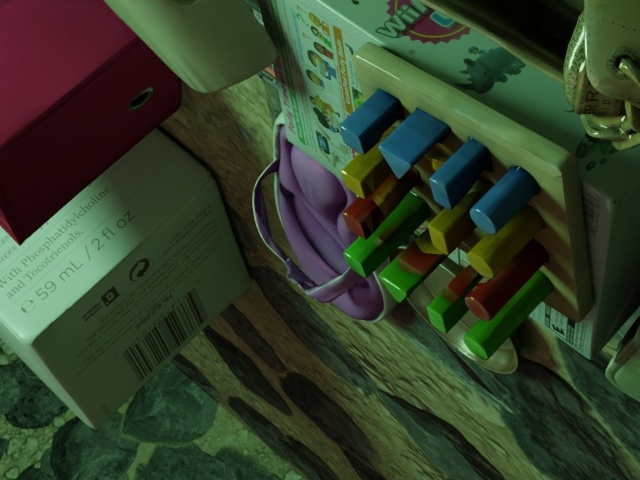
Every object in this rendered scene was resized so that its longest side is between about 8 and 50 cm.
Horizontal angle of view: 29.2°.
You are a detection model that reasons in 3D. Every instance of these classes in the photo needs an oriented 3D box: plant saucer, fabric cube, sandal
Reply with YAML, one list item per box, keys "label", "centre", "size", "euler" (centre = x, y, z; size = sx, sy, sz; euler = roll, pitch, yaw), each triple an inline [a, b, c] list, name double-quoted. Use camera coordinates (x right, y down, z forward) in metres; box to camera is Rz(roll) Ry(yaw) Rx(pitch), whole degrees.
- label: "plant saucer"
  centre: [0.136, 0.061, 1.201]
  size: [0.168, 0.029, 0.168]
  euler: [43, 163, 16]
- label: "fabric cube"
  centre: [-0.336, -0.197, 1.364]
  size: [0.259, 0.258, 0.254]
  euler: [44, 163, 9]
- label: "sandal"
  centre: [-0.011, -0.009, 1.271]
  size: [0.169, 0.102, 0.416]
  euler: [40, 163, 22]

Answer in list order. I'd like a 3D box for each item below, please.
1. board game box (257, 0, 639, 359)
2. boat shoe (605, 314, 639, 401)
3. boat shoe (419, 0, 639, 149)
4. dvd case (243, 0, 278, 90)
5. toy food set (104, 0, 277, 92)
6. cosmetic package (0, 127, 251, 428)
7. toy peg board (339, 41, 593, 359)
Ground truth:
- label: "board game box"
  centre: [0.098, -0.080, 0.844]
  size: [0.303, 0.097, 0.224]
  euler: [37, 161, 24]
- label: "boat shoe"
  centre: [0.254, 0.056, 0.818]
  size: [0.081, 0.068, 0.228]
  euler: [33, 163, 4]
- label: "boat shoe"
  centre: [0.166, -0.093, 0.610]
  size: [0.341, 0.110, 0.121]
  euler: [38, 162, 27]
- label: "dvd case"
  centre: [-0.060, -0.187, 1.131]
  size: [0.087, 0.013, 0.119]
  euler: [38, 163, 26]
- label: "toy food set"
  centre: [-0.160, -0.252, 0.903]
  size: [0.220, 0.092, 0.306]
  euler: [50, 178, -39]
- label: "cosmetic package"
  centre: [-0.366, -0.014, 1.746]
  size: [0.394, 0.329, 0.327]
  euler: [38, 163, 24]
- label: "toy peg board"
  centre: [0.075, -0.013, 0.753]
  size: [0.161, 0.079, 0.160]
  euler: [34, 160, 33]
